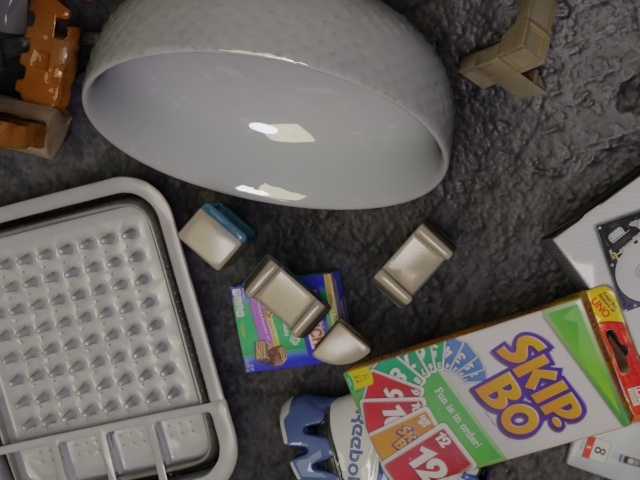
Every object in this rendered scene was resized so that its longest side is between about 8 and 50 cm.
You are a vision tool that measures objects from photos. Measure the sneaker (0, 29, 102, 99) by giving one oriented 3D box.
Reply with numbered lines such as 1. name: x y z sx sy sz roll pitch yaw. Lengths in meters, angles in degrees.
1. sneaker: -0.269 -0.165 1.586 0.170 0.051 0.089 -1 98 20

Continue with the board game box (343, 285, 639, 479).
1. board game box: 0.160 0.135 1.409 0.259 0.039 0.124 -20 97 20

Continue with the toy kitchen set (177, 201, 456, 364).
1. toy kitchen set: 0.000 0.000 1.501 0.207 0.122 0.166 41 93 0

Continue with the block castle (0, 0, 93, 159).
1. block castle: -0.346 -0.299 1.425 0.213 0.303 0.453 14 97 16

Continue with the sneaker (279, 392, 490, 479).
1. sneaker: 0.104 0.267 1.524 0.182 0.127 0.315 -26 91 20

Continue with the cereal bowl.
1. cereal bowl: -0.039 -0.152 1.407 0.339 0.339 0.141 5 70 14

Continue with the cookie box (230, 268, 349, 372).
1. cookie box: -0.028 0.080 1.570 0.107 0.040 0.091 -9 96 15

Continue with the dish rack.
1. dish rack: -0.239 0.112 1.615 0.286 0.072 0.332 -13 96 17

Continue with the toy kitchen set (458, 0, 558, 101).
1. toy kitchen set: 0.189 -0.182 1.477 0.068 0.075 0.083 32 149 -30

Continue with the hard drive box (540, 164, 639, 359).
1. hard drive box: 0.343 0.038 1.417 0.181 0.089 0.232 -37 90 0

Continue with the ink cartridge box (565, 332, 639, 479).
1. ink cartridge box: 0.339 0.174 1.491 0.179 0.045 0.145 19 105 13
